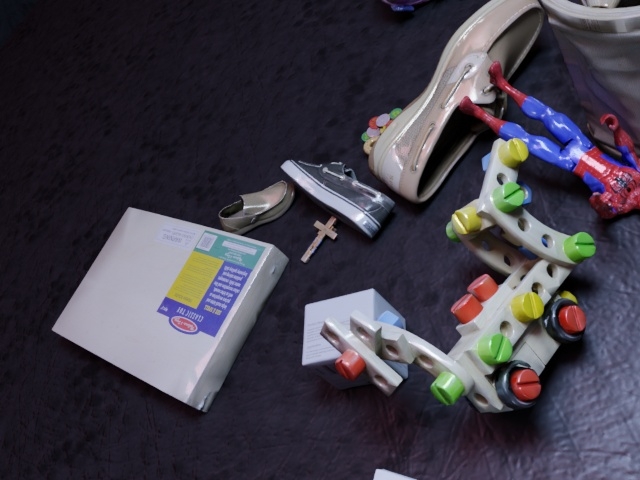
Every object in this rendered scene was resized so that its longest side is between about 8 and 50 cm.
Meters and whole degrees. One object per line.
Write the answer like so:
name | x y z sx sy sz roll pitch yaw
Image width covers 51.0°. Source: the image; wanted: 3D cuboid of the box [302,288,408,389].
box | 0.045 0.128 0.853 0.101 0.102 0.087 -16 53 26

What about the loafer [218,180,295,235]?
loafer | -0.109 -0.056 1.131 0.148 0.050 0.056 -32 46 13

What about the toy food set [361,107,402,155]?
toy food set | 0.105 -0.174 1.083 0.083 0.020 0.083 -23 49 22

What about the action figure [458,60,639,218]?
action figure | 0.289 -0.116 0.787 0.280 0.139 0.091 42 96 20

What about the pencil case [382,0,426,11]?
pencil case | 0.140 -0.602 1.234 0.160 0.167 0.386 -12 59 4

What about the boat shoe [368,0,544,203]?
boat shoe | 0.216 -0.200 0.962 0.341 0.121 0.110 -53 49 7

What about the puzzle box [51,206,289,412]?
puzzle box | -0.267 0.097 1.135 0.409 0.052 0.272 14 68 41

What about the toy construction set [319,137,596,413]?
toy construction set | 0.167 0.059 0.733 0.327 0.215 0.151 -41 2 -15

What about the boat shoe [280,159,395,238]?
boat shoe | 0.026 -0.080 1.039 0.219 0.078 0.070 36 84 37

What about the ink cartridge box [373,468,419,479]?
ink cartridge box | 0.199 0.307 0.527 0.306 0.226 0.131 3 60 38

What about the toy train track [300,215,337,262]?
toy train track | 0.000 0.000 1.040 0.048 0.014 0.083 36 89 38

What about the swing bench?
swing bench | 0.366 -0.250 0.784 0.165 0.253 0.255 -1 58 35
